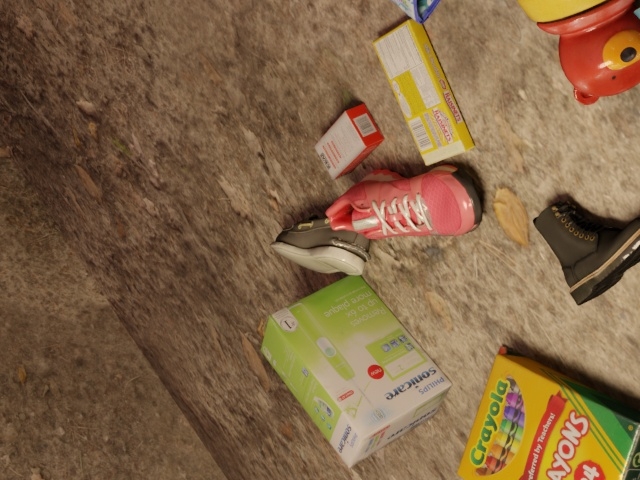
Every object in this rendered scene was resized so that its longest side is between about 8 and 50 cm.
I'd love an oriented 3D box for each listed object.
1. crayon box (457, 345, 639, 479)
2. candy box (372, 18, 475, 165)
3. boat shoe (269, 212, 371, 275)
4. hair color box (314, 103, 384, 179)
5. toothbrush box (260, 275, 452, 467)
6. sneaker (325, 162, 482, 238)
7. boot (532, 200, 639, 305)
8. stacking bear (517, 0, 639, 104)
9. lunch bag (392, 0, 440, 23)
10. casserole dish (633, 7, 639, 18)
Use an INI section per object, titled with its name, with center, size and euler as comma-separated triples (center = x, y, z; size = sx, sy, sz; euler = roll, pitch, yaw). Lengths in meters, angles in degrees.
[crayon box]
center = 0.324, 0.296, 1.511
size = 0.318, 0.081, 0.202
euler = 24, 100, 50
[candy box]
center = 0.150, -0.217, 1.539
size = 0.105, 0.027, 0.205
euler = -17, 98, 59
[boat shoe]
center = 0.004, 0.002, 1.900
size = 0.109, 0.091, 0.305
euler = 28, 169, -25
[hair color box]
center = 0.046, -0.163, 1.742
size = 0.072, 0.043, 0.141
euler = 61, 151, 6
[toothbrush box]
center = 0.059, 0.225, 1.865
size = 0.283, 0.206, 0.122
euler = 51, 149, 24
[sneaker]
center = 0.123, -0.040, 1.614
size = 0.314, 0.136, 0.116
euler = 2, 115, 59
[boot]
center = 0.344, -0.013, 1.337
size = 0.137, 0.077, 0.198
euler = 61, 151, 18
[stacking bear]
center = 0.280, -0.291, 1.132
size = 0.289, 0.175, 0.164
euler = 63, 178, -18
[lunch bag]
center = 0.118, -0.383, 1.386
size = 0.129, 0.096, 0.151
euler = 48, 138, 27
[casserole dish]
center = 0.392, -0.248, 1.011
size = 0.037, 0.114, 0.188
euler = 65, 152, 0
